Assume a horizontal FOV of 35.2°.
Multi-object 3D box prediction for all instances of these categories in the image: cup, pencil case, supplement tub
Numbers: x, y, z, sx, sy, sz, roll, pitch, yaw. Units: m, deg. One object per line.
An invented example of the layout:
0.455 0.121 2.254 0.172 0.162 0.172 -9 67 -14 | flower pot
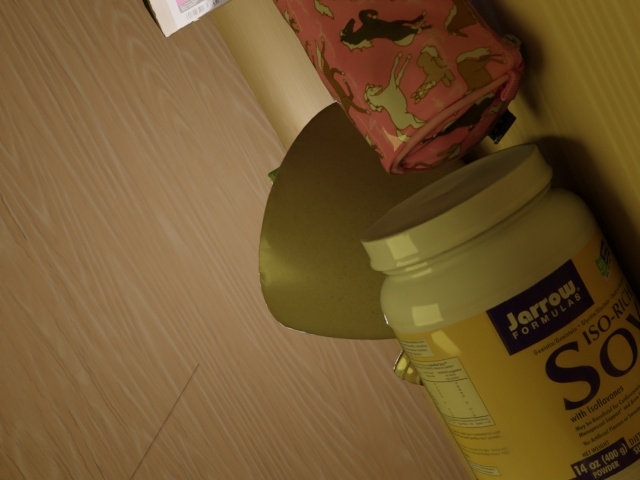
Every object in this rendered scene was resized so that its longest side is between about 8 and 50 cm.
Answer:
0.109 -0.003 1.337 0.237 0.331 0.331 18 151 30 | cup
0.049 -0.253 1.027 0.386 0.167 0.160 58 154 19 | pencil case
0.209 0.092 1.049 0.331 0.241 0.241 60 175 -9 | supplement tub

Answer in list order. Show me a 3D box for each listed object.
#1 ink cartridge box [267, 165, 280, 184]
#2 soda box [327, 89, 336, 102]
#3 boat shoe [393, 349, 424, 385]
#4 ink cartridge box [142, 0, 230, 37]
0.000 0.000 1.692 0.235 0.056 0.171 60 180 30 | ink cartridge box
0.040 -0.275 1.589 0.058 0.063 0.183 59 174 8 | soda box
0.217 0.133 1.238 0.098 0.302 0.109 48 127 31 | boat shoe
-0.234 -0.513 1.924 0.088 0.234 0.193 58 176 13 | ink cartridge box
